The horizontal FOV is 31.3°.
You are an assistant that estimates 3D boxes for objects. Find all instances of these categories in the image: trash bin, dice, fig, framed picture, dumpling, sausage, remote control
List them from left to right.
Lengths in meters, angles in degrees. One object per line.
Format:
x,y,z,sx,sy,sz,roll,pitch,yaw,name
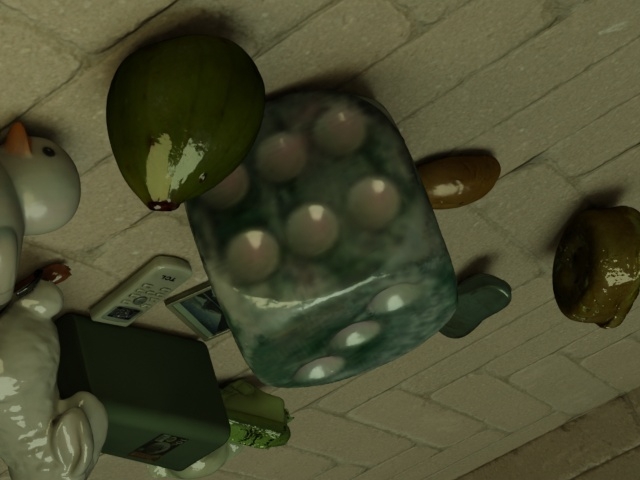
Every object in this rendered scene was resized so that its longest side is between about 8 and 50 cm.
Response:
-0.467,0.079,1.822,0.157,0.036,0.042,-30,176,14,sausage
-0.350,0.276,2.057,0.158,0.223,0.343,-35,148,24,trash bin
-0.305,0.088,1.955,0.190,0.029,0.087,-36,149,25,remote control
-0.169,-0.141,1.446,0.202,0.225,0.203,4,159,1,fig
-0.280,0.451,2.545,0.228,0.124,0.151,-15,116,-23,dumpling
-0.185,0.123,2.115,0.150,0.015,0.203,-23,152,5,framed picture
0.000,0.000,1.691,0.327,0.331,0.348,-22,151,0,dice

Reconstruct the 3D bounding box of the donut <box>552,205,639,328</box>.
0.561,0.047,2.297,0.128,0.209,0.261,2,133,-15,donut

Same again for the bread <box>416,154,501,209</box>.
0.228,-0.096,1.954,0.189,0.077,0.114,-9,146,-17,bread

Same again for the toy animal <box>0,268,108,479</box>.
-0.454,0.250,1.784,0.257,0.194,0.357,-26,113,9,toy animal

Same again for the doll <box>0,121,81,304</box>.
-0.420,-0.035,1.500,0.221,0.221,0.251,-4,115,-29,doll

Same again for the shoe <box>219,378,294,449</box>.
-0.188,0.374,2.444,0.262,0.128,0.140,19,131,-10,shoe

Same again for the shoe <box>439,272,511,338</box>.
0.321,0.122,2.396,0.100,0.103,0.251,-55,-171,-35,shoe
